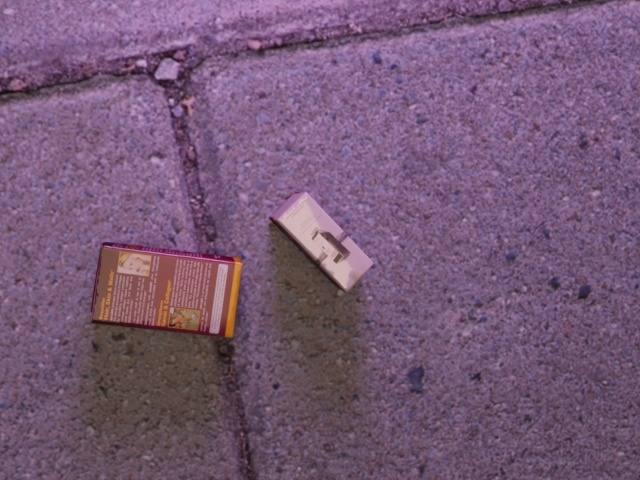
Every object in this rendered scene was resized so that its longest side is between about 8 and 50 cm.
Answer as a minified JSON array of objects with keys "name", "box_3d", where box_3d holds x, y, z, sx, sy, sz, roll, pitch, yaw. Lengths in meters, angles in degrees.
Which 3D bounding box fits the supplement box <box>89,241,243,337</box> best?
[{"name":"supplement box","box_3d":[-0.205,0.065,1.156,0.188,0.081,0.104,8,93,-10]}]

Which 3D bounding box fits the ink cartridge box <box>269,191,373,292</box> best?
[{"name":"ink cartridge box","box_3d":[0.000,0.000,1.176,0.056,0.099,0.135,-45,100,-5]}]
